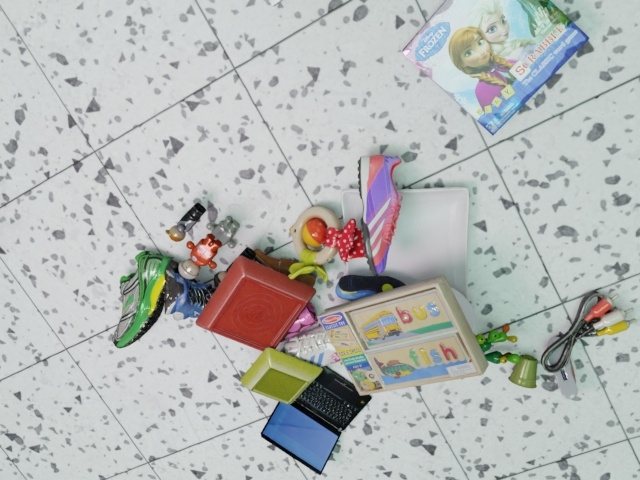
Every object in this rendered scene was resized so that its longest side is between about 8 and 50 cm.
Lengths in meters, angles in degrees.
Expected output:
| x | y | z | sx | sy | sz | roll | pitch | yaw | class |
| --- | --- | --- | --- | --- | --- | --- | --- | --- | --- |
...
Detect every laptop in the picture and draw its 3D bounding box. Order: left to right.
| x | y | z | sx | sy | sz | roll | pitch | yaw | class |
| --- | --- | --- | --- | --- | --- | --- | --- | --- | --- |
| -0.013 | 0.546 | 2.069 | 0.234 | 0.136 | 0.264 | 34 | 113 | -5 | laptop |

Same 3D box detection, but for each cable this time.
| x | y | z | sx | sy | sz | roll | pitch | yaw | class |
| --- | --- | --- | --- | --- | --- | --- | --- | --- | --- |
| 0.720 | 0.250 | 1.832 | 0.287 | 0.072 | 0.139 | -38 | 99 | 4 | cable |

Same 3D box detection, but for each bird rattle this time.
| x | y | z | sx | sy | sz | roll | pitch | yaw | class |
| --- | --- | --- | --- | --- | --- | --- | --- | --- | --- |
| 0.000 | 0.000 | 1.839 | 0.253 | 0.143 | 0.207 | -44 | 63 | 37 | bird rattle |

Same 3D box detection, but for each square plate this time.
| x | y | z | sx | sy | sz | roll | pitch | yaw | class |
| --- | --- | --- | --- | --- | --- | --- | --- | --- | --- |
| 0.239 | 0.015 | 1.864 | 0.344 | 0.049 | 0.347 | 0 | 111 | 10 | square plate |

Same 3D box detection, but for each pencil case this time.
| x | y | z | sx | sy | sz | roll | pitch | yaw | class |
| --- | --- | --- | --- | --- | --- | --- | --- | --- | --- |
| -0.111 | 0.244 | 1.995 | 0.209 | 0.098 | 0.095 | -25 | 130 | 15 | pencil case |

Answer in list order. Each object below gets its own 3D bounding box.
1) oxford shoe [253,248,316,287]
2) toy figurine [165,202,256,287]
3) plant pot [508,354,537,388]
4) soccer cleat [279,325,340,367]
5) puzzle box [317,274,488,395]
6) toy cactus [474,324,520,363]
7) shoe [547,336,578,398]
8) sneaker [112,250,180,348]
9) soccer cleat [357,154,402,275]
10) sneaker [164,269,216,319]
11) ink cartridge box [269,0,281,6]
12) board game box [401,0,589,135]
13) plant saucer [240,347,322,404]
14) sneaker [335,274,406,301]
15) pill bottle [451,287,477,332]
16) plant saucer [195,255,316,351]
| x | y | z | sx | sy | sz | roll | pitch | yaw | class |
| --- | --- | --- | --- | --- | --- | --- | --- | --- | --- |
| -0.109 | 0.079 | 1.951 | 0.212 | 0.076 | 0.076 | 33 | 83 | -1 | oxford shoe |
| -0.313 | 0.021 | 1.869 | 0.148 | 0.213 | 0.209 | -46 | 53 | 18 | toy figurine |
| 0.597 | 0.376 | 1.932 | 0.083 | 0.083 | 0.079 | 13 | 100 | 5 | plant pot |
| -0.019 | 0.318 | 1.968 | 0.331 | 0.116 | 0.143 | -37 | 138 | 21 | soccer cleat |
| 0.210 | 0.263 | 1.775 | 0.409 | 0.052 | 0.272 | -22 | 100 | 39 | puzzle box |
| 0.461 | 0.306 | 1.925 | 0.219 | 0.112 | 0.180 | 22 | 132 | -1 | toy cactus |
| 0.695 | 0.366 | 1.915 | 0.063 | 0.081 | 0.178 | -15 | 78 | 14 | shoe |
| -0.557 | 0.181 | 2.041 | 0.146 | 0.134 | 0.343 | 31 | 104 | 5 | sneaker |
| 0.163 | -0.068 | 1.742 | 0.116 | 0.108 | 0.318 | -4 | 85 | 7 | soccer cleat |
| -0.367 | 0.157 | 1.915 | 0.147 | 0.330 | 0.130 | -3 | 78 | -2 | sneaker |
| -0.126 | -0.658 | 1.676 | 0.063 | 0.029 | 0.115 | -31 | 102 | 20 | ink cartridge box |
| 0.421 | -0.480 | 1.627 | 0.318 | 0.066 | 0.318 | 40 | 112 | -6 | board game box |
| -0.118 | 0.413 | 1.960 | 0.188 | 0.045 | 0.188 | 25 | 127 | -17 | plant saucer |
| 0.146 | 0.145 | 1.879 | 0.209 | 0.069 | 0.082 | 5 | 146 | -1 | sneaker |
| 0.289 | 0.265 | 1.865 | 0.161 | 0.161 | 0.283 | 37 | 131 | -5 | pill bottle |
| -0.179 | 0.198 | 1.864 | 0.258 | 0.048 | 0.259 | 26 | 111 | -24 | plant saucer |
